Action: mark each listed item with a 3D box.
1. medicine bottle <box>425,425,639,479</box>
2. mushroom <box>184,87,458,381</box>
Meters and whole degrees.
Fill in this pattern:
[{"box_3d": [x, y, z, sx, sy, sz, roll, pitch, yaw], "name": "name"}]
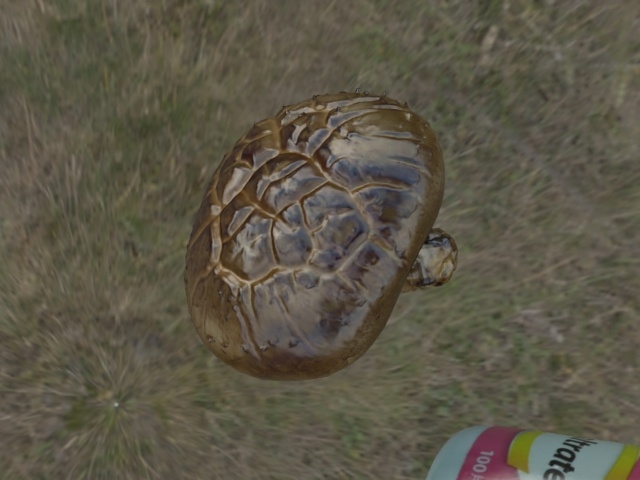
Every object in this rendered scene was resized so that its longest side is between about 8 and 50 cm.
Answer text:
[{"box_3d": [0.149, 0.128, 0.619, 0.217, 0.090, 0.090, 5, 82, 26], "name": "medicine bottle"}, {"box_3d": [-0.002, -0.003, 0.647, 0.109, 0.085, 0.126, 14, 72, 14], "name": "mushroom"}]
